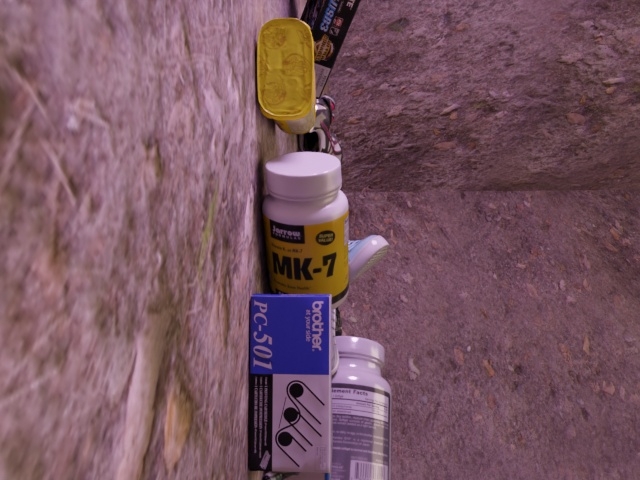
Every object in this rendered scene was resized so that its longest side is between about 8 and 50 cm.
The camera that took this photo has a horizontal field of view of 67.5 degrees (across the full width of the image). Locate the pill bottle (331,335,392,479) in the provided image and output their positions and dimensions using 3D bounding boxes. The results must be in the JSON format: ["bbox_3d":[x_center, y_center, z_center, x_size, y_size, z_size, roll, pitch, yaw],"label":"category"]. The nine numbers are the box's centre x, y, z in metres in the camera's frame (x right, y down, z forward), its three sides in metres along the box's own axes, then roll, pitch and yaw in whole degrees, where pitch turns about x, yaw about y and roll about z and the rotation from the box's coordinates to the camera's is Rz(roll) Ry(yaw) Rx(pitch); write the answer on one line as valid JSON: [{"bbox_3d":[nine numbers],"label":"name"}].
[{"bbox_3d":[0.063,0.428,1.133,0.210,0.211,0.362,84,10,-59],"label":"pill bottle"}]

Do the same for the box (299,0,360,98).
[{"bbox_3d":[0.023,-0.493,0.972,0.293,0.074,0.295,123,-23,-47],"label":"box"}]

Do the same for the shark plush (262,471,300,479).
[{"bbox_3d":[-0.042,0.339,0.706,0.161,0.067,0.073,86,5,-45],"label":"shark plush"}]

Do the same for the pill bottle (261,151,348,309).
[{"bbox_3d":[-0.020,-0.010,0.674,0.119,0.119,0.208,-84,172,-62],"label":"pill bottle"}]

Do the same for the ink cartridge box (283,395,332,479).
[{"bbox_3d":[-0.022,0.395,0.900,0.203,0.086,0.148,-75,164,-75],"label":"ink cartridge box"}]

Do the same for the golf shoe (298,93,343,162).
[{"bbox_3d":[-0.013,-0.238,1.189,0.272,0.105,0.120,74,31,-57],"label":"golf shoe"}]

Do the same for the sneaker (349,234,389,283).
[{"bbox_3d":[0.048,0.048,1.298,0.150,0.135,0.366,52,-32,5],"label":"sneaker"}]

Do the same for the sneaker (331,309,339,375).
[{"bbox_3d":[-0.017,0.189,1.082,0.132,0.086,0.228,38,36,-63],"label":"sneaker"}]

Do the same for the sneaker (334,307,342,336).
[{"bbox_3d":[-0.005,0.286,1.332,0.110,0.107,0.275,171,-81,-69],"label":"sneaker"}]

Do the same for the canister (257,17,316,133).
[{"bbox_3d":[-0.043,-0.226,0.695,0.170,0.074,0.126,-59,149,-86],"label":"canister"}]

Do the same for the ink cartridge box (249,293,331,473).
[{"bbox_3d":[-0.035,0.169,0.584,0.046,0.097,0.206,45,46,-85],"label":"ink cartridge box"}]
